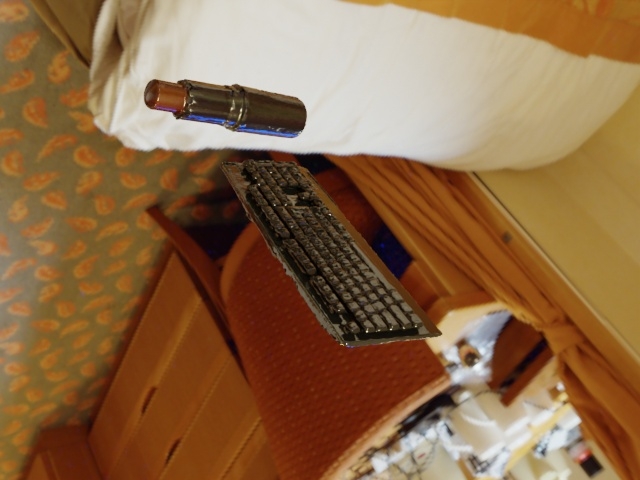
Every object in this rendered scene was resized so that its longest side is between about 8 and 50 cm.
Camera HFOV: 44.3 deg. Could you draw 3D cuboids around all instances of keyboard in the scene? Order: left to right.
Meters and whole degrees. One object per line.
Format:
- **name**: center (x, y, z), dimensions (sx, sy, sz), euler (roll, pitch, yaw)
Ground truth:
- **keyboard**: center (0.000, -0.002, 0.502), dimensions (0.074, 0.196, 0.015), euler (-4, 127, -28)

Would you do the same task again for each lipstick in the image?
- **lipstick**: center (-0.154, -0.225, 1.317), dimensions (0.299, 0.081, 0.081), euler (4, 132, -39)
